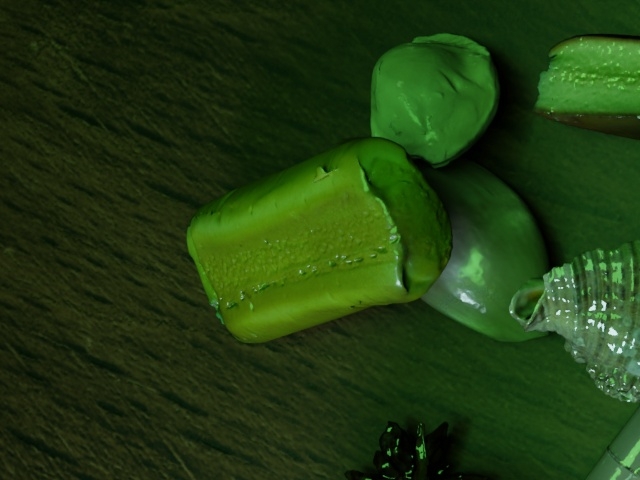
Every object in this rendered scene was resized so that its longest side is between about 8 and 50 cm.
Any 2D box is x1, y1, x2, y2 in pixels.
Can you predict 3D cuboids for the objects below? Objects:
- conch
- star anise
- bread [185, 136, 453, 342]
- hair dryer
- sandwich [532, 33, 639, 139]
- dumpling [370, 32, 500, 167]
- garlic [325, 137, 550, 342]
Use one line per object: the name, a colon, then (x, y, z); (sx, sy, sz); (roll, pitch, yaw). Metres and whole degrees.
conch: (0.290, 0.064, 1.641); (0.178, 0.245, 0.163); (-65, 29, 29)
star anise: (0.100, 0.264, 1.846); (0.168, 0.057, 0.168); (6, 102, 32)
bread: (0.000, 0.000, 1.801); (0.383, 0.112, 0.166); (-20, 92, 56)
hair dryer: (0.347, 0.273, 1.684); (0.220, 0.054, 0.195); (46, 110, 36)
sandwich: (0.339, -0.144, 1.694); (0.258, 0.096, 0.094); (9, 87, 30)
dumpling: (0.117, -0.142, 1.794); (0.136, 0.118, 0.199); (8, 57, 24)
garlic: (0.118, -0.017, 1.821); (0.318, 0.112, 0.143); (39, 111, 35)
